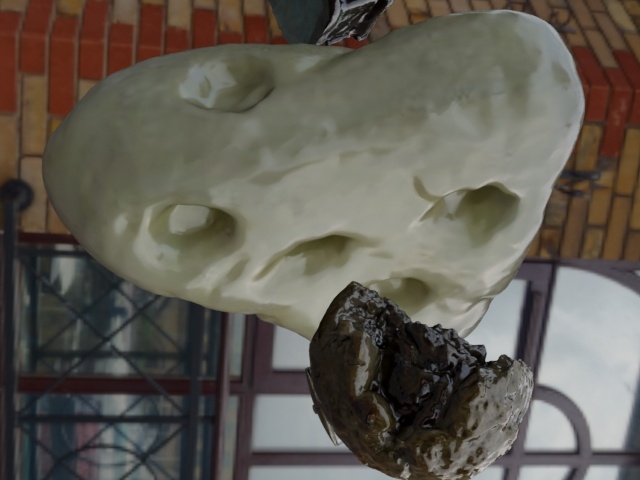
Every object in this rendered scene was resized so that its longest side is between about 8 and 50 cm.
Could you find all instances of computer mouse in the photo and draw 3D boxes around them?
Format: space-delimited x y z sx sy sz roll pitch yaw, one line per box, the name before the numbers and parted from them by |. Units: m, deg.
computer mouse | 0.027 0.195 1.060 0.102 0.045 0.199 67 18 9

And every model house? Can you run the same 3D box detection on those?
model house | 0.029 -0.243 0.683 0.106 0.152 0.165 46 -34 30

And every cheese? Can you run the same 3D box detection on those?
cheese | 0.000 0.000 0.652 0.328 0.351 0.129 86 -9 -52

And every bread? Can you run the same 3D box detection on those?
bread | 0.041 0.074 0.419 0.082 0.113 0.060 -67 158 -3
